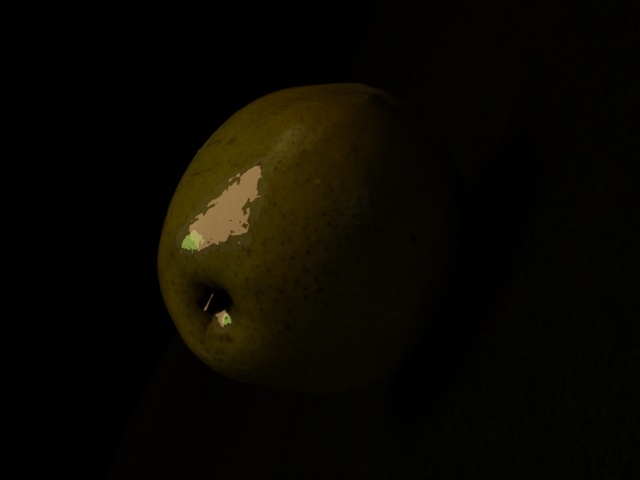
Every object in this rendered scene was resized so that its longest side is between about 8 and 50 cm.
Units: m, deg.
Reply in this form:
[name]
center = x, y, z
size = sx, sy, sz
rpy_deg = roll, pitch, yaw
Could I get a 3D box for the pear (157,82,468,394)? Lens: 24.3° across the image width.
[pear]
center = 0.001, 0.001, 0.896
size = 0.198, 0.198, 0.198
rpy_deg = -156, 90, -83
